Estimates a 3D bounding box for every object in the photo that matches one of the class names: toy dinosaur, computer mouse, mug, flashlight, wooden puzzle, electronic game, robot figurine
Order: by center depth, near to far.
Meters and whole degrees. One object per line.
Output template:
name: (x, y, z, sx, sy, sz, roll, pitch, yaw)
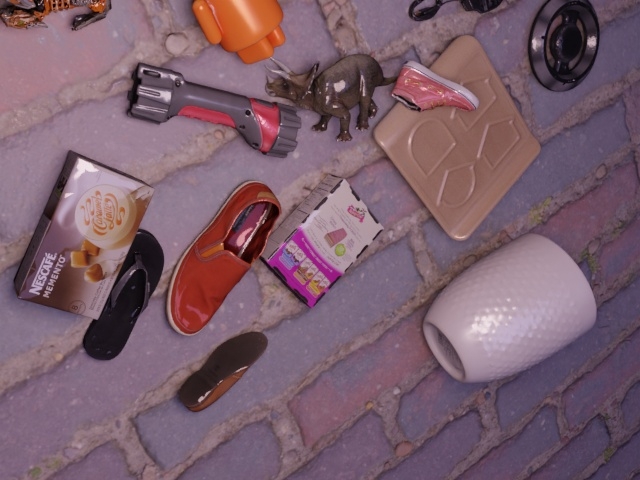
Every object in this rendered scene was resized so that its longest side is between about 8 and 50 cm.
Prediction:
toy dinosaur: (-0.365, -0.455, 1.014, 0.322, 0.164, 0.218, -53, 140, -30)
robot figurine: (-0.148, -0.413, 1.133, 0.158, 0.128, 0.219, -34, 119, -3)
flashlight: (-0.188, -0.224, 1.191, 0.303, 0.103, 0.103, 7, 74, -28)
toy dinosaur: (0.056, -0.296, 1.293, 0.313, 0.121, 0.160, -20, 127, -20)
computer mouse: (0.291, -0.511, 1.418, 0.242, 0.041, 0.071, -17, 104, -18)
wooden puzzle: (0.305, -0.224, 1.488, 0.322, 0.080, 0.348, -48, 117, -10)
electronic game: (0.586, -0.474, 1.588, 0.229, 0.048, 0.229, -9, 108, -27)
mug: (0.423, 0.205, 1.590, 0.328, 0.276, 0.374, -29, 147, -14)

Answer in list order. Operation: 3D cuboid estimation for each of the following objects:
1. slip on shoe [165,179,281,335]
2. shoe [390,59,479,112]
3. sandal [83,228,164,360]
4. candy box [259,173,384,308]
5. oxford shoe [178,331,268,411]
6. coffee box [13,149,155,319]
slip on shoe: (-0.184, 0.037, 1.262, 0.123, 0.101, 0.331, 35, 87, -35)
shoe: (0.233, -0.291, 1.359, 0.177, 0.063, 0.081, 27, 85, -6)
sandal: (-0.351, 0.104, 1.211, 0.097, 0.054, 0.255, 18, 95, -33)
candy box: (0.000, 0.000, 1.375, 0.233, 0.071, 0.159, -46, 121, -10)
oxford shoe: (-0.194, 0.267, 1.356, 0.212, 0.076, 0.076, -38, 150, -18)
coffee box: (-0.402, -0.009, 1.123, 0.141, 0.098, 0.247, 24, 91, -33)
